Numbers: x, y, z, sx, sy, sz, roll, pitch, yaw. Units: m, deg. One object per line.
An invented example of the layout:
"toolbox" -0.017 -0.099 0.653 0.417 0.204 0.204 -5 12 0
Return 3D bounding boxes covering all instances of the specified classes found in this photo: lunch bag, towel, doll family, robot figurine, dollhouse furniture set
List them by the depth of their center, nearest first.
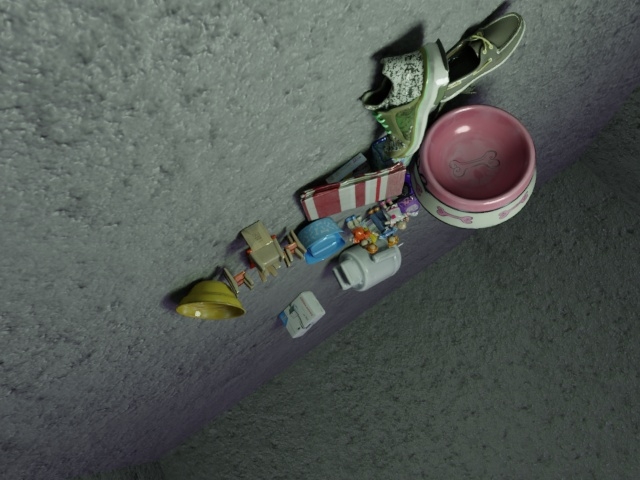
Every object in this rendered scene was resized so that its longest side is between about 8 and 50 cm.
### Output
"towel" 0.104 -0.149 1.558 0.329 0.037 0.237 -17 165 1
"lunch bag" 0.237 -0.271 1.566 0.151 0.096 0.129 -22 158 -10
"dollhouse furniture set" -0.188 0.044 1.574 0.262 0.135 0.259 -31 171 -16
"doll family" 0.226 -0.041 1.948 0.263 0.163 0.118 -26 163 -10
"towel" 0.229 -0.087 2.097 0.113 0.023 0.152 -37 163 9
"robot figurine" 0.224 0.101 2.244 0.353 0.200 0.300 -24 177 -31

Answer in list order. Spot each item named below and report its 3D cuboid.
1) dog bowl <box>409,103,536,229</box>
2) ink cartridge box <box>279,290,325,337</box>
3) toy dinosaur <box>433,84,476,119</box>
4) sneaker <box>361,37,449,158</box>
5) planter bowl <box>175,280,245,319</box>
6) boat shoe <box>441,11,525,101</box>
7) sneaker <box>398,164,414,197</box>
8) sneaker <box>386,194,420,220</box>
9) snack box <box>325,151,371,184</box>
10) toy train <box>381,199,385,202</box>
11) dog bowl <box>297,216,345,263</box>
"dog bowl" 0.491 -0.250 1.576 0.408 0.408 0.150 -36 162 -1
"ink cartridge box" -0.090 0.357 2.382 0.191 0.140 0.082 -48 156 27
"toy dinosaur" 0.441 -0.476 1.501 0.118 0.064 0.268 -32 171 -26
"sneaker" 0.191 -0.360 1.299 0.182 0.158 0.410 -1 155 -6
"planter bowl" -0.345 0.183 1.563 0.217 0.090 0.217 -1 157 0
"boat shoe" 0.417 -0.499 1.331 0.305 0.109 0.091 -39 166 18
"sneaker" 0.321 -0.217 1.825 0.146 0.102 0.293 -44 160 22
"sneaker" 0.360 -0.153 2.073 0.236 0.095 0.104 -19 148 -52
"snack box" 0.090 -0.205 1.552 0.141 0.037 0.100 -37 162 5
"toy train" 0.255 -0.173 1.945 0.023 0.017 0.083 -44 163 -14
"dog bowl" 0.000 0.000 1.769 0.166 0.074 0.297 -28 167 -3
